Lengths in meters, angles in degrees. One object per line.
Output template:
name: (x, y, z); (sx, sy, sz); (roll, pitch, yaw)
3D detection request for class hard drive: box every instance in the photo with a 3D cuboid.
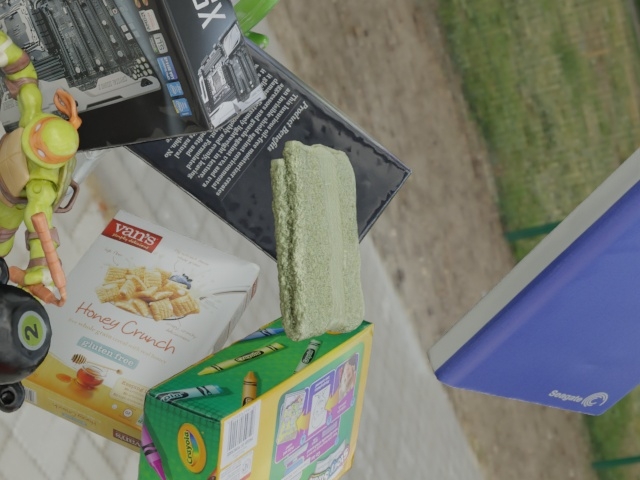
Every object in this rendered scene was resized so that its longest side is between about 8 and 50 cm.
hard drive: (0.262, 0.025, 0.922); (0.210, 0.318, 0.040); (15, 40, -35)

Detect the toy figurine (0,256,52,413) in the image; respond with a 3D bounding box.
toy figurine: (-0.292, 0.063, 0.701); (0.213, 0.209, 0.148); (44, -13, -10)

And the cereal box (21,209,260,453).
cereal box: (-0.187, 0.086, 1.168); (0.047, 0.173, 0.240); (102, 13, -48)

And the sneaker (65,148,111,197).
sneaker: (-0.287, -0.144, 1.443); (0.094, 0.091, 0.258); (54, 37, -27)

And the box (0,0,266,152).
box: (-0.199, -0.225, 0.900); (0.076, 0.242, 0.307); (-39, 117, -45)

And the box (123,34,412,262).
box: (-0.066, -0.102, 1.354); (0.294, 0.182, 0.296); (38, 2, -3)

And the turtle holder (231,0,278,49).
turtle holder: (-0.173, -0.407, 1.633); (0.227, 0.320, 0.243); (24, 57, -39)

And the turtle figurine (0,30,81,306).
turtle figurine: (-0.241, -0.067, 0.920); (0.087, 0.217, 0.269); (-9, 81, -36)

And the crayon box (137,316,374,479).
crayon box: (-0.055, 0.178, 1.066); (0.278, 0.081, 0.165); (-25, 127, -58)

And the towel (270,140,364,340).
towel: (0.000, 0.000, 0.878); (0.110, 0.027, 0.148); (-2, 90, -62)
